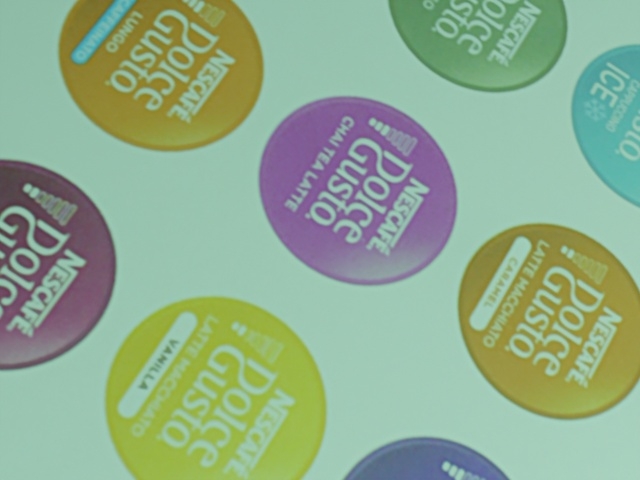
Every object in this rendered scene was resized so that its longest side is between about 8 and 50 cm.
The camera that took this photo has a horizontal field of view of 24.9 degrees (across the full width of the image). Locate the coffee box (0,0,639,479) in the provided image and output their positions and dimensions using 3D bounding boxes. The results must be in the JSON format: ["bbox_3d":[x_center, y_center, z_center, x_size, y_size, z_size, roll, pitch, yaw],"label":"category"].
[{"bbox_3d":[-0.032,0.079,0.489,0.338,0.334,0.338,-56,180,-25],"label":"coffee box"}]
